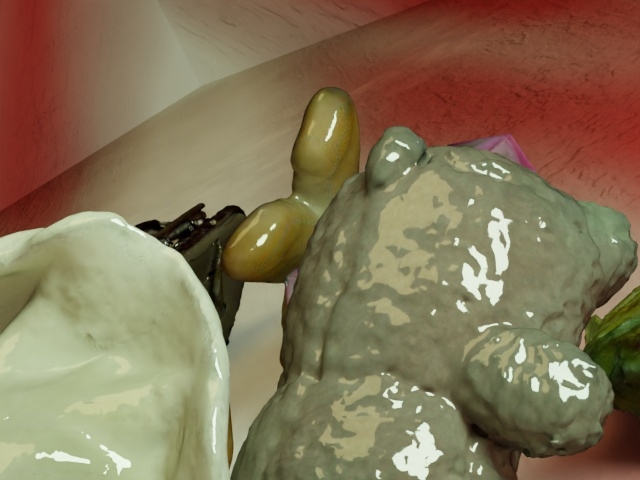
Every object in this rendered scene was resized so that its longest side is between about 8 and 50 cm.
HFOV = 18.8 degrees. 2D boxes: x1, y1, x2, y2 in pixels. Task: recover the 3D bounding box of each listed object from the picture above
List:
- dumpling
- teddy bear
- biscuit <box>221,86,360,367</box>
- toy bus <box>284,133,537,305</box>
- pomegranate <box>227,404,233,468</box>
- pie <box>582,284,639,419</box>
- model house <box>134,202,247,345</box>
[{"bbox_3d":[-0.104,0.145,0.895,0.243,0.318,0.187,-19,-16,41],"label":"dumpling"},{"bbox_3d":[0.048,0.082,0.948,0.236,0.151,0.267,-16,55,53],"label":"teddy bear"},{"bbox_3d":[0.001,-0.001,1.425,0.047,0.208,0.164,25,74,25],"label":"biscuit"},{"bbox_3d":[0.074,0.021,1.406,0.090,0.112,0.274,-9,20,35],"label":"toy bus"},{"bbox_3d":[-0.156,0.119,1.239,0.207,0.207,0.207,-26,11,6],"label":"pomegranate"},{"bbox_3d":[0.263,0.019,1.059,0.277,0.078,0.277,-24,12,5],"label":"pie"},{"bbox_3d":[-0.168,0.058,1.683,0.164,0.141,0.203,5,23,30],"label":"model house"}]
